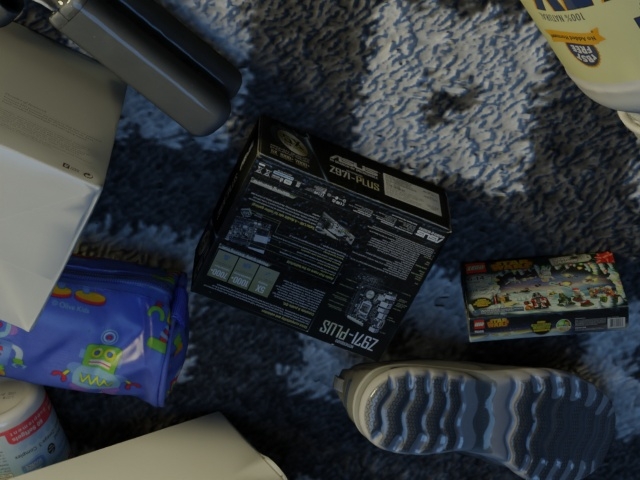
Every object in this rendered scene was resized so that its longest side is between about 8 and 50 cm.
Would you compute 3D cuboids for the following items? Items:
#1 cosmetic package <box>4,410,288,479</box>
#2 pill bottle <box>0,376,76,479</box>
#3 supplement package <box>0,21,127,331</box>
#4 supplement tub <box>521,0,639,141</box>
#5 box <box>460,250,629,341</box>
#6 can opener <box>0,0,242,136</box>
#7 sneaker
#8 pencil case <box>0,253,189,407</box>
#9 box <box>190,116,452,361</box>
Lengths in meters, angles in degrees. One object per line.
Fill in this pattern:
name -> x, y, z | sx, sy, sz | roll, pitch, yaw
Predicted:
cosmetic package -> -0.201, 0.307, 1.459 | 0.385, 0.217, 0.156 | -13, 122, -26
pill bottle -> -0.270, 0.206, 1.559 | 0.087, 0.087, 0.160 | -15, 119, 8
supplement package -> -0.276, -0.069, 1.337 | 0.194, 0.203, 0.149 | 24, 117, -13
supplement tub -> 0.240, -0.241, 1.226 | 0.235, 0.235, 0.325 | -31, 115, 16
box -> 0.193, 0.048, 1.470 | 0.137, 0.094, 0.027 | -5, 119, 2
can opener -> -0.197, -0.178, 1.359 | 0.283, 0.076, 0.095 | 38, 131, -21
sneaker -> 0.143, 0.145, 1.530 | 0.281, 0.115, 0.105 | 15, 96, -28
pencil case -> -0.261, 0.056, 1.454 | 0.306, 0.119, 0.133 | 12, 141, -8
box -> 0.000, 0.000, 1.450 | 0.180, 0.077, 0.147 | 21, 117, -12
